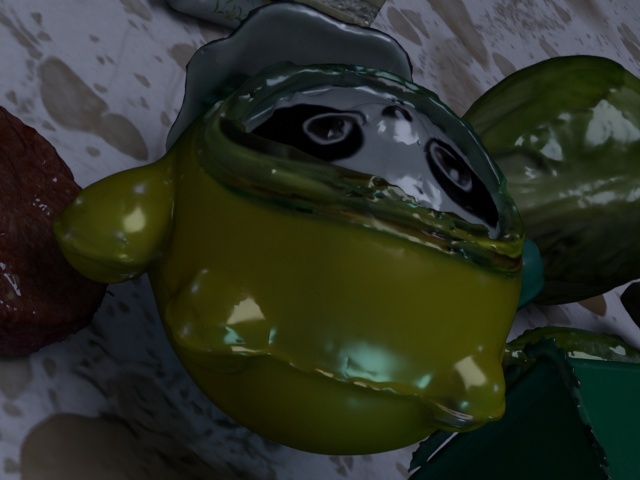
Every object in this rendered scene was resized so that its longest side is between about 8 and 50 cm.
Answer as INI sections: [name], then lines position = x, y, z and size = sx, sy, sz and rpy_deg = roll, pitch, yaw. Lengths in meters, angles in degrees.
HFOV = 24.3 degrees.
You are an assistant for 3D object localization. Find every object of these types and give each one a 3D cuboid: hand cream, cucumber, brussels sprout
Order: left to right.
[hand cream]
position = -0.071, -0.204, 1.275
size = 0.194, 0.042, 0.067
rpy_deg = 6, 45, -57
[brussels sprout]
position = 0.206, -0.048, 1.308
size = 0.271, 0.219, 0.210
rpy_deg = -17, 78, -38
[cucumber]
position = 0.232, 0.136, 1.221
size = 0.244, 0.134, 0.134
rpy_deg = 28, 35, -26

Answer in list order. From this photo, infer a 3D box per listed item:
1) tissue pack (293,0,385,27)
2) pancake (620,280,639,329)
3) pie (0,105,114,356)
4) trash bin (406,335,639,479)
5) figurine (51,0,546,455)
[tissue pack]
position = -0.034, -0.282, 1.344
size = 0.196, 0.092, 0.148
rpy_deg = 18, 25, -46
[pancake]
position = 0.389, 0.157, 1.382
size = 0.294, 0.049, 0.294
rpy_deg = 54, -2, 2
[pie]
position = -0.197, -0.016, 0.861
size = 0.182, 0.049, 0.182
rpy_deg = 34, 33, -25
[trash bin]
position = 0.250, 0.226, 1.004
size = 0.381, 0.295, 0.259
rpy_deg = 15, 43, -32
[figurine]
position = 0.000, 0.000, 0.922
size = 0.323, 0.231, 0.340
rpy_deg = 18, 25, -12
